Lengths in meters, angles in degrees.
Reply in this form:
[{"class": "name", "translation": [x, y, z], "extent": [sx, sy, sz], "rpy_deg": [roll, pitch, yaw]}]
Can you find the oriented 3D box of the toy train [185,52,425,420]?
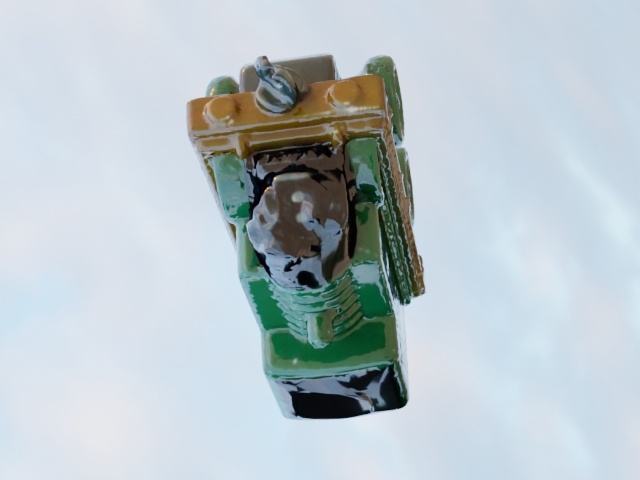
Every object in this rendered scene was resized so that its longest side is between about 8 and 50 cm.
[{"class": "toy train", "translation": [0.000, 0.000, 0.814], "extent": [0.227, 0.091, 0.136], "rpy_deg": [73, -168, -62]}]
